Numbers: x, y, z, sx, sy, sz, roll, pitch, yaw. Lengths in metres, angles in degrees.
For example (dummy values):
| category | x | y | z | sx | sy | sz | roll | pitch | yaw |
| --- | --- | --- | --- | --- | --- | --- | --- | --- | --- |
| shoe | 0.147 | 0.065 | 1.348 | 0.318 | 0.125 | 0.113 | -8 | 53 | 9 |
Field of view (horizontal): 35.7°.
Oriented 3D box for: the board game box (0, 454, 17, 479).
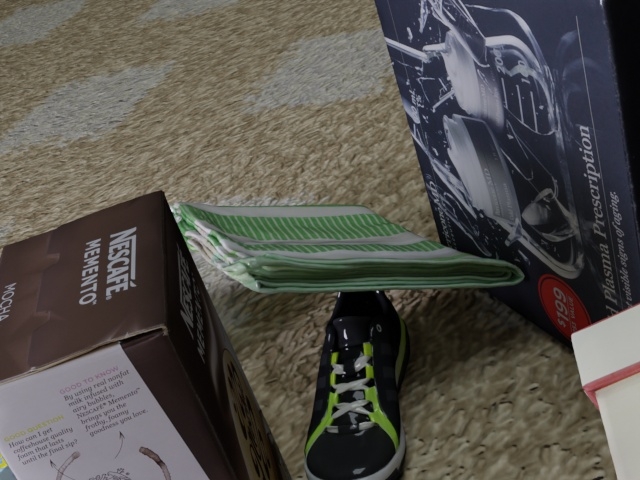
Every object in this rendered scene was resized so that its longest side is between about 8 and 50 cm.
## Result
| category | x | y | z | sx | sy | sz | roll | pitch | yaw |
| --- | --- | --- | --- | --- | --- | --- | --- | --- | --- |
| board game box | -0.303 | 0.257 | 0.737 | 0.142 | 0.144 | 0.275 | 6 | 40 | 36 |

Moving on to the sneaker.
| category | x | y | z | sx | sy | sz | roll | pitch | yaw |
| --- | --- | --- | --- | --- | --- | --- | --- | --- | --- |
| sneaker | 0.023 | 0.111 | 0.831 | 0.084 | 0.097 | 0.234 | -11 | 31 | 14 |

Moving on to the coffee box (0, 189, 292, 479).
| category | x | y | z | sx | sy | sz | roll | pitch | yaw |
| --- | --- | --- | --- | --- | --- | --- | --- | --- | --- |
| coffee box | -0.102 | 0.141 | 0.657 | 0.119 | 0.297 | 0.168 | -19 | 31 | 2 |

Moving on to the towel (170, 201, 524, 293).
| category | x | y | z | sx | sy | sz | roll | pitch | yaw |
| --- | --- | --- | --- | --- | --- | --- | --- | --- | --- |
| towel | 0.000 | 0.000 | 0.939 | 0.248 | 0.038 | 0.325 | 0 | 9 | -20 |

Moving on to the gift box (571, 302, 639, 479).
| category | x | y | z | sx | sy | sz | roll | pitch | yaw |
| --- | --- | --- | --- | --- | --- | --- | --- | --- | --- |
| gift box | 0.287 | 0.146 | 0.490 | 0.255 | 0.276 | 0.258 | -24 | 32 | 19 |

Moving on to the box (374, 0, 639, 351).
| category | x | y | z | sx | sy | sz | roll | pitch | yaw |
| --- | --- | --- | --- | --- | --- | --- | --- | --- | --- |
| box | 0.218 | -0.096 | 0.812 | 0.179 | 0.343 | 0.312 | -27 | 30 | -14 |
